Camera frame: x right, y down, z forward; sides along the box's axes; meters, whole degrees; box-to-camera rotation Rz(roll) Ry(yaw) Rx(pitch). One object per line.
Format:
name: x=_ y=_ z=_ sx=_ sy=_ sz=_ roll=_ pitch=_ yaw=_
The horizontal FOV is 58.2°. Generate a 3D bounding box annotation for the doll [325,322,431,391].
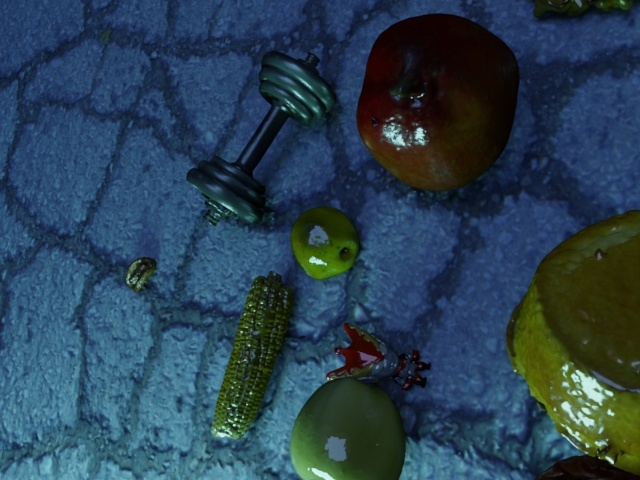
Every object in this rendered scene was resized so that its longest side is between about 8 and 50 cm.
doll: x=0.103 y=0.212 z=0.999 sx=0.169 sy=0.057 sz=0.109 roll=14 pitch=64 yaw=15

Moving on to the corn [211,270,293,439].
corn: x=-0.126 y=0.214 z=1.082 sx=0.097 sy=0.097 sz=0.319 roll=13 pitch=80 yaw=28

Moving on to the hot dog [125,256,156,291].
hot dog: x=-0.407 y=0.074 z=1.297 sx=0.058 sy=0.035 sz=0.083 roll=37 pitch=91 yaw=27

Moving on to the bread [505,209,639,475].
bread: x=0.438 y=0.115 z=0.734 sx=0.358 sy=0.204 sz=0.337 roll=-20 pitch=49 yaw=-5

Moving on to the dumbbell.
dumbbell: x=-0.119 y=-0.207 z=1.176 sx=0.179 sy=0.179 sz=0.406 roll=31 pitch=88 yaw=30

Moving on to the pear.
pear: x=0.000 y=0.000 z=1.093 sx=0.141 sy=0.104 sz=0.141 roll=-11 pitch=66 yaw=26

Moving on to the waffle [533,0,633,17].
waffle: x=0.510 y=-0.541 z=1.061 sx=0.282 sy=0.058 sz=0.300 roll=19 pitch=80 yaw=28

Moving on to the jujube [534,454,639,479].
jujube: x=0.353 y=0.451 z=0.719 sx=0.216 sy=0.216 sz=0.342 roll=-1 pitch=80 yaw=25

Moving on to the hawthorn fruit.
hawthorn fruit: x=0.192 y=-0.242 z=0.971 sx=0.295 sy=0.311 sz=0.295 roll=-10 pitch=57 yaw=16

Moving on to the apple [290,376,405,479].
apple: x=0.044 y=0.318 z=0.913 sx=0.200 sy=0.200 sz=0.200 roll=-8 pitch=69 yaw=23
